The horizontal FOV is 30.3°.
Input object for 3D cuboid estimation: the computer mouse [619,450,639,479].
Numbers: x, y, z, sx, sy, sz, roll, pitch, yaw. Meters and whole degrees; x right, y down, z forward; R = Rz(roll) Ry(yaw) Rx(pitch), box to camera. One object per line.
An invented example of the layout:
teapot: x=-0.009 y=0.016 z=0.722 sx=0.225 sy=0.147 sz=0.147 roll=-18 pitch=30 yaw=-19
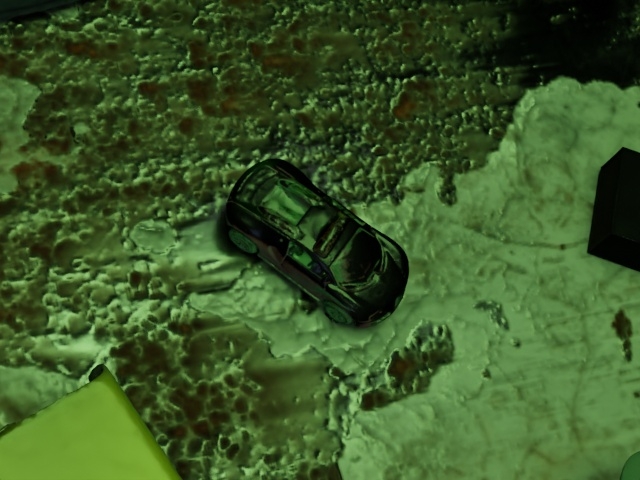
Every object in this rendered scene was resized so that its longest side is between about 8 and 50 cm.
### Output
computer mouse: x=0.327 y=0.219 z=0.768 sx=0.288 sy=0.097 sz=0.159 roll=22 pitch=45 yaw=-20

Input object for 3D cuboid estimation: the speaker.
speaker: x=0.319 y=0.001 z=0.915 sx=0.218 sy=0.044 sz=0.082 roll=19 pitch=65 yaw=-8

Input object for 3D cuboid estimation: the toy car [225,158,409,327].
toy car: x=0.000 y=0.000 z=0.821 sx=0.142 sy=0.055 sz=0.069 roll=37 pitch=67 yaw=2

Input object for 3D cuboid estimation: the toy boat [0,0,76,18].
toy boat: x=-0.212 y=-0.230 z=0.840 sx=0.283 sy=0.078 sz=0.127 roll=-23 pitch=80 yaw=-24

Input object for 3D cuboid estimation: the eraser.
eraser: x=-0.135 y=0.207 z=0.693 sx=0.158 sy=0.069 sz=0.226 roll=-31 pitch=79 yaw=-26
